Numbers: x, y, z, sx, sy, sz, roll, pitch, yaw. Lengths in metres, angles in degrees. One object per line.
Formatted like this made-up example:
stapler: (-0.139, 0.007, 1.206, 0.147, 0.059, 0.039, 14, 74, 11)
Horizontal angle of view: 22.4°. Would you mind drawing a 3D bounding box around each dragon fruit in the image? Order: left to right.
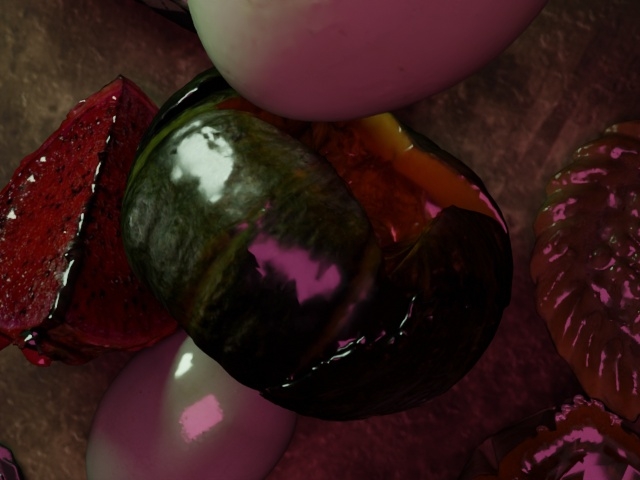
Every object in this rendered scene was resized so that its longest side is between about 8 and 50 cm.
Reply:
dragon fruit: (-0.186, 0.013, 1.330, 0.189, 0.261, 0.163, 20, 142, -10)

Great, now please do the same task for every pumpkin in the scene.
pumpkin: (0.000, 0.000, 1.252, 0.320, 0.320, 0.192, 33, 118, 1)

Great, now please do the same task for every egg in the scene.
egg: (-0.110, 0.156, 1.351, 0.151, 0.151, 0.209, 44, 105, -1)
egg: (0.044, -0.243, 1.124, 0.283, 0.283, 0.345, 29, 99, 1)

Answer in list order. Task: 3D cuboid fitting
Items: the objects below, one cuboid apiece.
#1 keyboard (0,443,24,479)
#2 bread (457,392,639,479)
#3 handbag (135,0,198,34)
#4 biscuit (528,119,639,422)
keyboard: (-0.286, 0.313, 1.447, 0.106, 0.016, 0.262, -15, 95, 6)
bread: (0.218, 0.244, 1.352, 0.192, 0.110, 0.210, -40, 92, 6)
handbag: (-0.073, -0.384, 1.290, 0.317, 0.180, 0.416, 28, 93, -7)
biscuit: (0.268, -0.003, 1.318, 0.187, 0.036, 0.273, 35, 78, 2)
